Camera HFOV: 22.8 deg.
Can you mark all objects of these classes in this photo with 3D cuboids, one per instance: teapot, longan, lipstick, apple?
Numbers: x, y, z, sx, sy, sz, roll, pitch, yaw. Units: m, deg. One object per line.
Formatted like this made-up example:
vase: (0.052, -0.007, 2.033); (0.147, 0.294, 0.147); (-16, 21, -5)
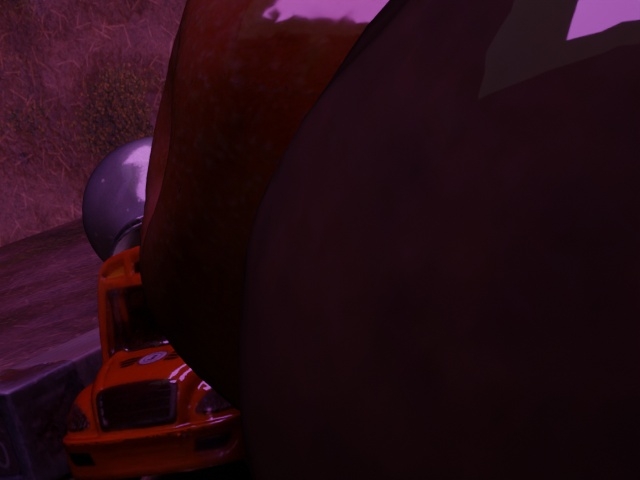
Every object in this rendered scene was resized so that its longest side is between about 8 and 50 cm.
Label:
teapot: (-0.183, -0.011, 1.813); (0.183, 0.183, 0.251); (-16, 19, -1)
longan: (0.138, 0.024, 0.430); (0.319, 0.319, 0.319); (-16, 8, 2)
lipstick: (-0.127, 0.092, 1.237); (0.079, 0.076, 0.371); (-13, 8, 38)
apple: (0.044, -0.033, 0.829); (0.277, 0.319, 0.319); (-1, 5, -9)

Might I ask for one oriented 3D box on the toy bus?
toy bus: (-0.043, 0.053, 1.059); (0.143, 0.153, 0.329); (-10, 10, 29)
